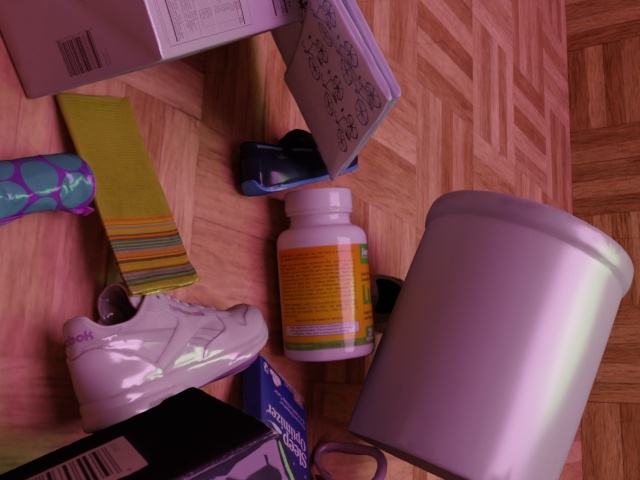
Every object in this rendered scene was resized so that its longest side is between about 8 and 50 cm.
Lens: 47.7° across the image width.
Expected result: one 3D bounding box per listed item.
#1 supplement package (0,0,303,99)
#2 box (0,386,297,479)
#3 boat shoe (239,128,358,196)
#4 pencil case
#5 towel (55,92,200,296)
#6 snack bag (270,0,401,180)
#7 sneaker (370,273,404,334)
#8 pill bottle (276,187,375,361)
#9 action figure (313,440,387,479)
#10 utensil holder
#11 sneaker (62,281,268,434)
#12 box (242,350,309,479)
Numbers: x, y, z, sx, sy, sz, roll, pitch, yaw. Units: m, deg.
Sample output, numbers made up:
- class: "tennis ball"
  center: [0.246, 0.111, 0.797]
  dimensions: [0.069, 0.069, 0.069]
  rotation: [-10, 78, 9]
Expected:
- class: "supplement package"
  center: [-0.186, -0.291, 0.772]
  dimensions: [0.263, 0.199, 0.198]
  rotation: [-40, 119, -53]
- class: "box"
  center: [-0.132, 0.354, 0.518]
  dimensions: [0.293, 0.212, 0.395]
  rotation: [-20, 96, -25]
- class: "boat shoe"
  center: [-0.021, -0.131, 1.096]
  dimensions: [0.258, 0.109, 0.089]
  rotation: [-23, 101, -59]
- class: "pencil case"
  center: [-0.291, -0.045, 0.696]
  dimensions: [0.152, 0.064, 0.070]
  rotation: [-24, 89, -56]
- class: "towel"
  center: [-0.211, -0.054, 0.800]
  dimensions: [0.102, 0.021, 0.237]
  rotation: [-10, 76, -59]
- class: "snack bag"
  center: [-0.018, -0.270, 0.920]
  dimensions: [0.037, 0.323, 0.342]
  rotation: [-23, 85, -13]
- class: "sneaker"
  center: [0.115, 0.112, 1.258]
  dimensions: [0.281, 0.115, 0.105]
  rotation: [6, 80, -57]
- class: "pill bottle"
  center: [0.005, 0.049, 1.076]
  dimensions: [0.136, 0.136, 0.245]
  rotation: [-1, 86, -57]
- class: "action figure"
  center: [0.028, 0.448, 0.951]
  dimensions: [0.370, 0.248, 0.275]
  rotation: [-3, 87, -60]
- class: "utensil holder"
  center: [0.248, 0.169, 1.097]
  dimensions: [0.327, 0.328, 0.385]
  rotation: [42, 68, -47]
- class: "sneaker"
  center: [-0.163, 0.102, 0.828]
  dimensions: [0.305, 0.114, 0.152]
  rotation: [-22, 90, -63]
- class: "box"
  center: [-0.059, 0.271, 0.959]
  dimensions: [0.136, 0.036, 0.225]
  rotation: [56, 20, -38]
